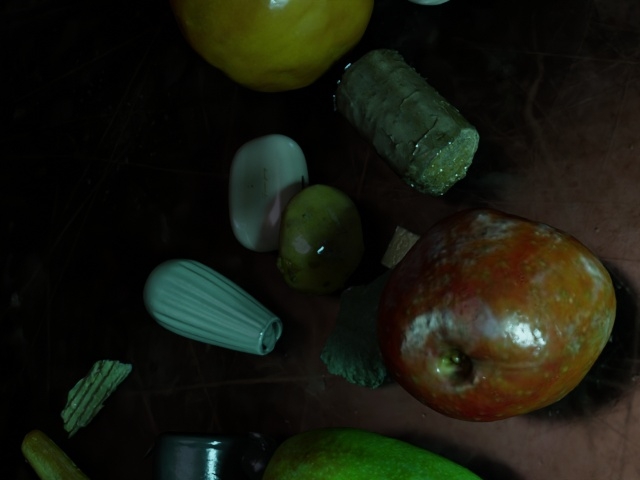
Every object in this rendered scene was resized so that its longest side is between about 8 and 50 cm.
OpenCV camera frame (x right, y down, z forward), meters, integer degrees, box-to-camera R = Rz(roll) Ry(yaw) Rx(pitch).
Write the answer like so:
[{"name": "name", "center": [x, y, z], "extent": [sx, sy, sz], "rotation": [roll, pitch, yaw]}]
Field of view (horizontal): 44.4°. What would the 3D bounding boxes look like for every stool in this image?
[{"name": "stool", "center": [-0.168, 0.367, 1.220], "extent": [0.228, 0.153, 0.139], "rotation": [-6, 75, 34]}]

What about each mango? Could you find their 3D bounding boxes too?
[{"name": "mango", "center": [0.087, 0.375, 1.019], "extent": [0.382, 0.201, 0.225], "rotation": [13, 64, 26]}]

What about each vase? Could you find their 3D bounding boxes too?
[{"name": "vase", "center": [-0.178, 0.118, 1.315], "extent": [0.248, 0.128, 0.128], "rotation": [21, 91, 28]}]

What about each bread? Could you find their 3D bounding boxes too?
[{"name": "bread", "center": [0.160, 0.036, 1.152], "extent": [0.153, 0.028, 0.068], "rotation": [29, 96, 36]}]

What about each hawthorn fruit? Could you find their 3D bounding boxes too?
[{"name": "hawthorn fruit", "center": [0.209, 0.096, 0.972], "extent": [0.284, 0.284, 0.284], "rotation": [-9, 73, 33]}]

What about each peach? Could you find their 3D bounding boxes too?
[{"name": "peach", "center": [-0.088, -0.400, 1.245], "extent": [0.301, 0.343, 0.343], "rotation": [-42, 58, 17]}]

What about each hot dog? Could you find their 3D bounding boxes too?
[{"name": "hot dog", "center": [-0.510, 0.441, 1.510], "extent": [0.215, 0.047, 0.066], "rotation": [25, 57, 36]}]

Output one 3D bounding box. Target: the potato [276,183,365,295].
[{"name": "potato", "center": [0.000, 0.000, 1.212], "extent": [0.137, 0.137, 0.176], "rotation": [3, 92, 36]}]

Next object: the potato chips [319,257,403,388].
[{"name": "potato chips", "center": [0.074, 0.113, 1.153], "extent": [0.167, 0.059, 0.228], "rotation": [33, 110, 64]}]

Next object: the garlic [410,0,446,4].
[{"name": "garlic", "center": [0.168, -0.485, 1.226], "extent": [0.207, 0.207, 0.257], "rotation": [-53, 20, 12]}]

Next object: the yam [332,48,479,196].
[{"name": "yam", "center": [0.131, -0.175, 1.166], "extent": [0.238, 0.128, 0.129], "rotation": [51, 142, 38]}]

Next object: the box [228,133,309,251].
[{"name": "box", "center": [-0.088, -0.080, 1.317], "extent": [0.146, 0.088, 0.200], "rotation": [-11, 72, 31]}]

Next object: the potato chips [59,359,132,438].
[{"name": "potato chips", "center": [-0.440, 0.288, 1.510], "extent": [0.207, 0.028, 0.092], "rotation": [-51, 57, 16]}]
